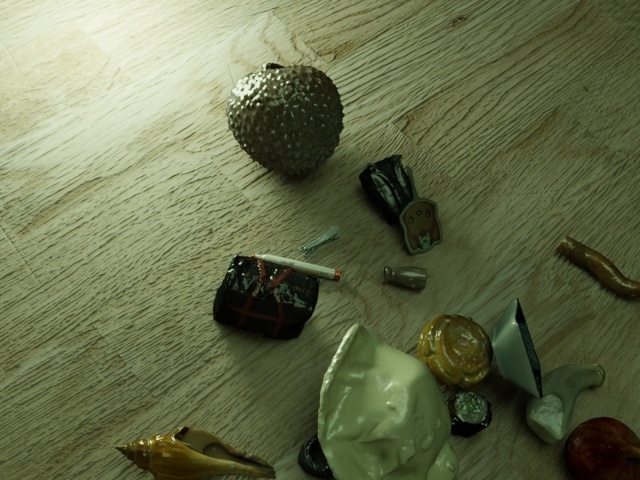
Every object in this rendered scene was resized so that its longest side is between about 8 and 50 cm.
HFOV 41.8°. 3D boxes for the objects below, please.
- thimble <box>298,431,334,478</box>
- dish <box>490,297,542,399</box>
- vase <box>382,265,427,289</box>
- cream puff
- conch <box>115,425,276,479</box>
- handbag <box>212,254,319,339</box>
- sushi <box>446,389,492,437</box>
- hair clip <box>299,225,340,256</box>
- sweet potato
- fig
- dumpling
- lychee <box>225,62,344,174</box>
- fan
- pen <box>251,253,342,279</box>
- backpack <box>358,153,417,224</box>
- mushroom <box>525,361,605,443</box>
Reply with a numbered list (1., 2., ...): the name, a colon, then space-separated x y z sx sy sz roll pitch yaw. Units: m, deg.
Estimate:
1. thimble: 0.011 0.444 1.723 0.104 0.066 0.095 -20 63 -22
2. dish: 0.434 0.244 1.882 0.080 0.243 0.181 -17 95 15
3. vase: 0.202 0.087 2.016 0.101 0.053 0.053 6 56 -6
4. cream puff: 0.296 0.251 1.885 0.189 0.129 0.189 15 55 -23
5. conch: -0.244 0.437 1.654 0.331 0.093 0.109 20 34 -26
6. handbag: -0.119 0.126 1.832 0.216 0.169 0.155 14 56 -7
7. sushi: 0.317 0.384 1.833 0.094 0.084 0.098 24 59 -3
8. hair clip: -0.001 -0.001 2.029 0.115 0.039 0.030 -34 66 -28
9. sweet potato: 0.739 0.083 2.159 0.281 0.059 0.067 37 44 10
10. fig: 0.628 0.456 1.795 0.175 0.207 0.175 3 66 -7
11. dumpling: 0.120 0.383 1.691 0.395 0.233 0.315 55 52 -14
12. lychee: -0.089 -0.301 2.068 0.300 0.300 0.299 7 56 -11
13. fan: 0.243 -0.077 2.084 0.132 0.009 0.219 -20 101 -34
14. pen: -0.057 0.060 1.979 0.218 0.026 0.026 13 55 -6
15. backpack: 0.175 -0.125 2.118 0.120 0.106 0.165 -21 86 -30
16. mushroom: 0.555 0.348 1.913 0.118 0.103 0.270 42 51 13
